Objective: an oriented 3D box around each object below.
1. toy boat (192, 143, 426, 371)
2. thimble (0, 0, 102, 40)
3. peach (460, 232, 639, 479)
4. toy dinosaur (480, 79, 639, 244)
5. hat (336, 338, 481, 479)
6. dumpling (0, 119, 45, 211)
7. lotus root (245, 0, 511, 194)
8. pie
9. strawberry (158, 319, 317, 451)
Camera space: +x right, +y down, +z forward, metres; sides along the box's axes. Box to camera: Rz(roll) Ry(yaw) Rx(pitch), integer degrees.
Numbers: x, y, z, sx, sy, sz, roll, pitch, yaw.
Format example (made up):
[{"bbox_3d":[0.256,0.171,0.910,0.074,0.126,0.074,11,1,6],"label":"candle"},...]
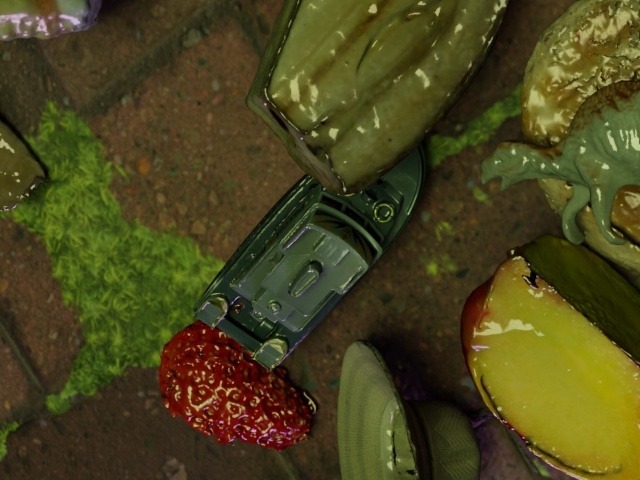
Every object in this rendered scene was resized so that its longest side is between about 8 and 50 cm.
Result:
[{"bbox_3d":[-0.001,0.003,1.182,0.114,0.122,0.296,36,116,-14],"label":"toy boat"},{"bbox_3d":[-0.350,-0.291,1.199,0.288,0.254,0.167,7,107,24],"label":"thimble"},{"bbox_3d":[0.248,0.120,1.074,0.267,0.154,0.158,38,124,3],"label":"peach"},{"bbox_3d":[0.321,-0.055,0.972,0.393,0.092,0.205,-25,91,37],"label":"toy dinosaur"},{"bbox_3d":[0.101,0.215,1.188,0.110,0.252,0.252,-5,105,-16],"label":"hat"},{"bbox_3d":[-0.474,-0.143,1.396,0.166,0.086,0.332,-39,83,-4],"label":"dumpling"},{"bbox_3d":[0.051,-0.206,1.091,0.210,0.142,0.314,34,94,-1],"label":"lotus root"},{"bbox_3d":[0.301,-0.097,1.046,0.274,0.055,0.274,8,111,21],"label":"pie"},{"bbox_3d":[-0.097,0.162,1.295,0.188,0.082,0.121,30,112,19],"label":"strawberry"}]
